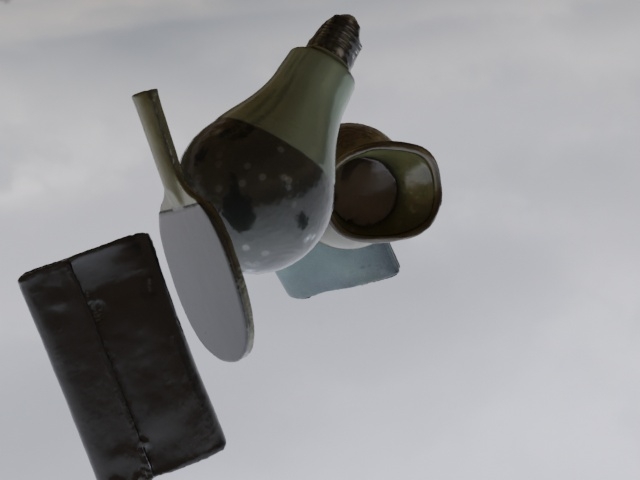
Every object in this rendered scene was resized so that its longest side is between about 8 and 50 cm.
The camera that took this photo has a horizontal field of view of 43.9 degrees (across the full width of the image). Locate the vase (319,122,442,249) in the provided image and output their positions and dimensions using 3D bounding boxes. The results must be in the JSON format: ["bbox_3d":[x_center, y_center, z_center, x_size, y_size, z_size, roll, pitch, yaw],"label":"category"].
[{"bbox_3d":[0.023,-0.088,1.452,0.329,0.241,0.302,-8,-169,-11],"label":"vase"}]

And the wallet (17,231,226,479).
[{"bbox_3d":[-0.329,0.208,1.342,0.228,0.406,0.062,-21,-173,-14],"label":"wallet"}]

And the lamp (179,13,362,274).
[{"bbox_3d":[-0.050,-0.108,0.917,0.181,0.182,0.314,7,-121,30],"label":"lamp"}]

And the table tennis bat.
[{"bbox_3d":[-0.116,-0.009,0.693,0.022,0.247,0.138,-21,-172,-32],"label":"table tennis bat"}]

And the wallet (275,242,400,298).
[{"bbox_3d":[-0.001,0.001,1.736,0.290,0.251,0.054,-16,-152,25],"label":"wallet"}]
